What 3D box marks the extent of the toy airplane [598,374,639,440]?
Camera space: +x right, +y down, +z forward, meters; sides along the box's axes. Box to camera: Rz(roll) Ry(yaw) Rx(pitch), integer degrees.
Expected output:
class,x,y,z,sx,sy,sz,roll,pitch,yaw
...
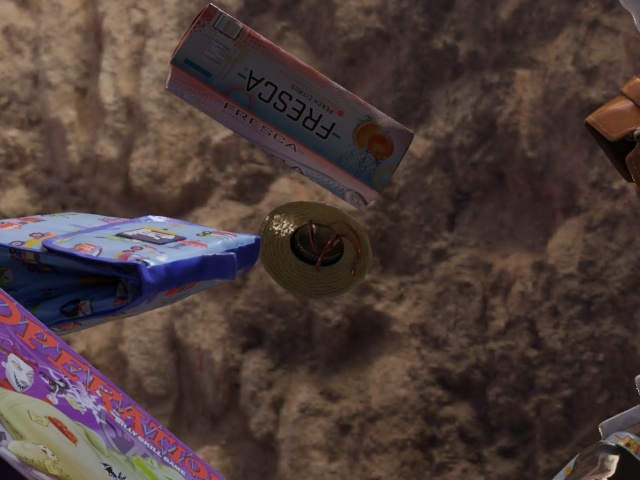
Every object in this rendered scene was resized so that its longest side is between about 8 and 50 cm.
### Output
class,x,y,z,sx,sy,sz,roll,pitch,yaw
toy airplane,0.577,0.265,1.412,0.272,0.384,0.386,61,-6,10

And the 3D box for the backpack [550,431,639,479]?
class,x,y,z,sx,sy,sz,roll,pitch,yaw
backpack,0.232,0.257,0.784,0.166,0.144,0.188,37,-48,16

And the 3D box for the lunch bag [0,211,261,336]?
class,x,y,z,sx,sy,sz,roll,pitch,yaw
lunch bag,-0.219,0.038,1.071,0.293,0.221,0.138,-2,-85,26

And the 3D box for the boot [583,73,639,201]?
class,x,y,z,sx,sy,sz,roll,pitch,yaw
boot,0.363,-0.075,0.797,0.220,0.109,0.283,-33,-125,5

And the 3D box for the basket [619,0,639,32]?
class,x,y,z,sx,sy,sz,roll,pitch,yaw
basket,0.339,-0.281,0.594,0.266,0.328,0.331,-46,-169,-30

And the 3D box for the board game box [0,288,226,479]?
class,x,y,z,sx,sy,sz,roll,pitch,yaw
board game box,-0.153,0.160,0.679,0.056,0.347,0.208,-49,-175,3

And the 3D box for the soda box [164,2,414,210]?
class,x,y,z,sx,sy,sz,roll,pitch,yaw
soda box,-0.025,-0.098,0.755,0.058,0.183,0.063,-59,-175,-15

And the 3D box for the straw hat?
class,x,y,z,sx,sy,sz,roll,pitch,yaw
straw hat,0.000,0.000,1.233,0.144,0.144,0.061,-62,179,32
